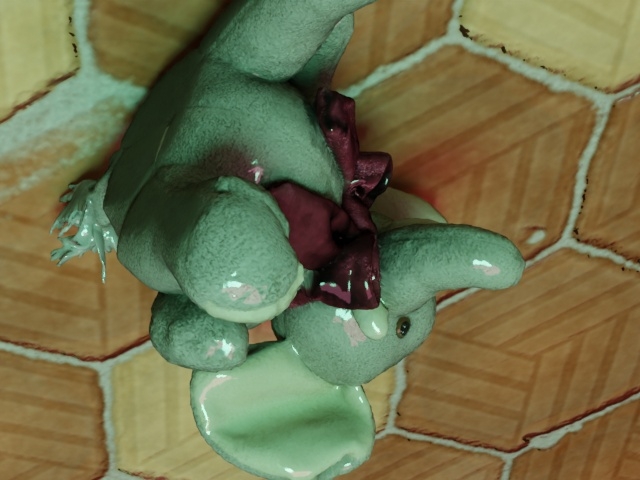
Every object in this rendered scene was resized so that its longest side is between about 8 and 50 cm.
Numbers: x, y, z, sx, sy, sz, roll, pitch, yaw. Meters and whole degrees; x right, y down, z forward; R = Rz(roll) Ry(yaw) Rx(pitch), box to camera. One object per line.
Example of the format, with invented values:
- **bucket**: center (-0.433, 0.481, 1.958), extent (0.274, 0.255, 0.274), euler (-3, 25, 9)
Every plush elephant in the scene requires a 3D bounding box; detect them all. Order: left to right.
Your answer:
- **plush elephant**: center (0.000, 0.000, 0.852), extent (0.255, 0.272, 0.330), euler (30, 148, -23)
